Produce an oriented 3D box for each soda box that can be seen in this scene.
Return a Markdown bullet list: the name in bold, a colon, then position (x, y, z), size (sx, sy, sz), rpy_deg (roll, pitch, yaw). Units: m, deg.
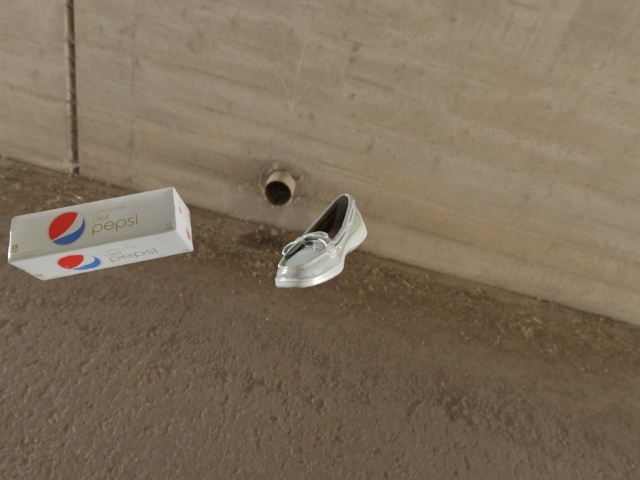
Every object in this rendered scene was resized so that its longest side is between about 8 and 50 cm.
- **soda box**: position (-0.291, -0.008, 0.591), size (0.215, 0.074, 0.069), rpy_deg (-12, 67, -3)

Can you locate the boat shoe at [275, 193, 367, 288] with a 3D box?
- **boat shoe**: position (0.003, -0.001, 0.882), size (0.118, 0.103, 0.320), rpy_deg (-5, 20, 32)
